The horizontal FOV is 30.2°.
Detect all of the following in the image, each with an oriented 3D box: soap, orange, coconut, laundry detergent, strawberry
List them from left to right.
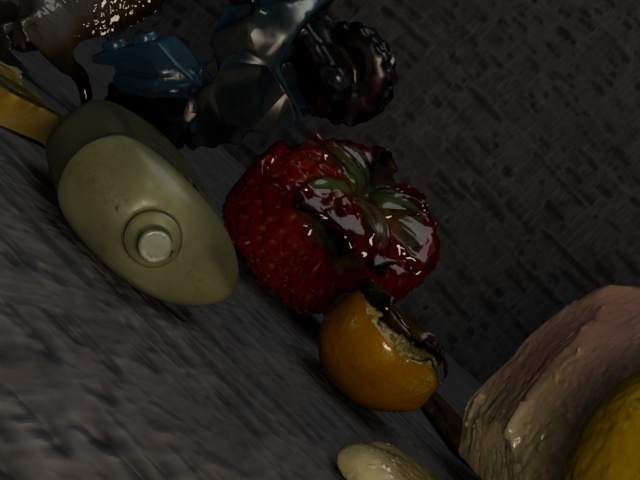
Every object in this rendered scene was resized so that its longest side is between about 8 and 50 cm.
[{"bbox_3d":[-0.311,-0.148,1.033,0.092,0.037,0.252,42,4,17],"label":"soap"},{"bbox_3d":[-0.140,-0.025,0.959,0.181,0.091,0.253,47,1,-20],"label":"laundry detergent"},{"bbox_3d":[0.002,-0.001,1.497,0.261,0.258,0.261,26,35,-20],"label":"strawberry"},{"bbox_3d":[0.056,0.117,1.224,0.160,0.112,0.170,30,-30,46],"label":"orange"},{"bbox_3d":[0.391,0.234,1.325,0.404,0.404,0.404,42,3,-3],"label":"coconut"}]

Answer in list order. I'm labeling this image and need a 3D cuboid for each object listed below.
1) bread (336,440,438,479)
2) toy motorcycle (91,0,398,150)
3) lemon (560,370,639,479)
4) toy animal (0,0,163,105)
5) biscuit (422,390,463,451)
[{"bbox_3d":[0.110,0.239,0.884,0.251,0.039,0.182,44,3,19],"label":"bread"},{"bbox_3d":[-0.106,-0.236,1.486,0.172,0.416,0.232,-41,119,-57],"label":"toy motorcycle"},{"bbox_3d":[0.346,0.252,0.964,0.336,0.336,0.336,42,3,-3],"label":"lemon"},{"bbox_3d":[-0.336,-0.245,1.455,0.272,0.197,0.160,-5,-1,28],"label":"toy animal"},{"bbox_3d":[0.197,0.268,1.608,0.131,0.026,0.237,43,2,-17],"label":"biscuit"}]
